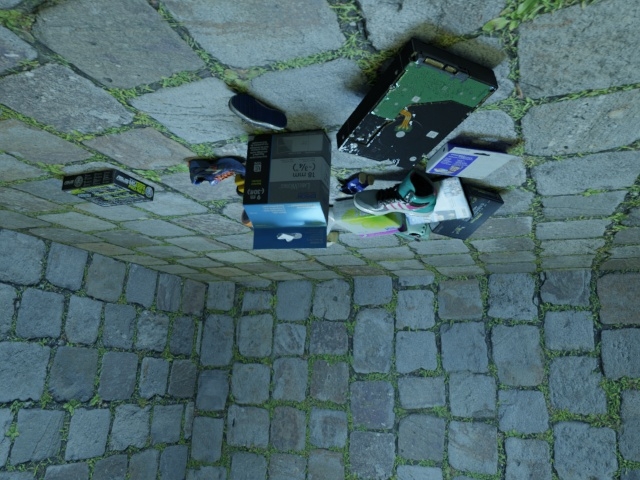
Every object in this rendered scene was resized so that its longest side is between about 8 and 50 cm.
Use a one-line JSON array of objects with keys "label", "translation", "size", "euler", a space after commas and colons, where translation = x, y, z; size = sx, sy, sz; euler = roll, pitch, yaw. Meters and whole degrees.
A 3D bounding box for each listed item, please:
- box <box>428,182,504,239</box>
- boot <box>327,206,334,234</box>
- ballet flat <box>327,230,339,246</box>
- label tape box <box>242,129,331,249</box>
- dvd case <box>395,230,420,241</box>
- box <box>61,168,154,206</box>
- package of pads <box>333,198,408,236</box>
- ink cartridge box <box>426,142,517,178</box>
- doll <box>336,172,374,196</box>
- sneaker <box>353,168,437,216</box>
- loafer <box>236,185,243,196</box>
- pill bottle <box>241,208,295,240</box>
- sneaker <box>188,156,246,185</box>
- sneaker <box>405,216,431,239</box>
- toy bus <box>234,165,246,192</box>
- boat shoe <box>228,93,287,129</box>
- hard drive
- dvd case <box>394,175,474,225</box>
[{"label": "box", "translation": [0.554, -0.104, 1.928], "size": [0.183, 0.059, 0.233], "euler": [11, 136, -31]}, {"label": "boot", "translation": [-0.007, -0.092, 2.240], "size": [0.123, 0.095, 0.258], "euler": [12, 156, -12]}, {"label": "ballet flat", "translation": [0.000, 0.000, 2.605], "size": [0.080, 0.073, 0.232], "euler": [16, 161, -42]}, {"label": "label tape box", "translation": [-0.098, -0.147, 1.497], "size": [0.240, 0.334, 0.106], "euler": [-1, 165, 15]}, {"label": "dvd case", "translation": [0.371, -0.015, 2.138], "size": [0.087, 0.013, 0.119], "euler": [21, -176, 22]}, {"label": "box", "translation": [-0.829, -0.201, 1.981], "size": [0.270, 0.060, 0.216], "euler": [-4, 164, 23]}, {"label": "package of pads", "translation": [0.209, -0.098, 2.122], "size": [0.229, 0.101, 0.296], "euler": [-7, 163, 30]}, {"label": "ink cartridge box", "translation": [0.465, -0.254, 1.568], "size": [0.206, 0.045, 0.208], "euler": [6, 167, -11]}, {"label": "doll", "translation": [0.124, -0.195, 1.860], "size": [0.129, 0.046, 0.189], "euler": [11, 163, -27]}, {"label": "sneaker", "translation": [0.269, -0.166, 1.742], "size": [0.295, 0.124, 0.178], "euler": [2, 149, -4]}, {"label": "loafer", "translation": [-0.204, -0.184, 1.900], "size": [0.223, 0.076, 0.078], "euler": [-2, 158, 2]}, {"label": "pill bottle", "translation": [-0.224, -0.082, 2.199], "size": [0.130, 0.131, 0.245], "euler": [-11, 161, 44]}, {"label": "sneaker", "translation": [-0.350, -0.228, 1.727], "size": [0.221, 0.087, 0.083], "euler": [-2, 166, 19]}, {"label": "sneaker", "translation": [0.473, -0.078, 2.051], "size": [0.255, 0.151, 0.094], "euler": [-5, 164, 27]}, {"label": "toy bus", "translation": [-0.141, -0.197, 1.726], "size": [0.332, 0.130, 0.108], "euler": [-7, 163, 32]}, {"label": "boat shoe", "translation": [-0.176, -0.329, 1.339], "size": [0.066, 0.066, 0.183], "euler": [-9, 162, 44]}, {"label": "hard drive", "translation": [0.217, -0.308, 1.207], "size": [0.236, 0.064, 0.339], "euler": [9, 151, -25]}, {"label": "dvd case", "translation": [0.412, -0.146, 1.847], "size": [0.253, 0.022, 0.180], "euler": [-7, 124, 35]}]
